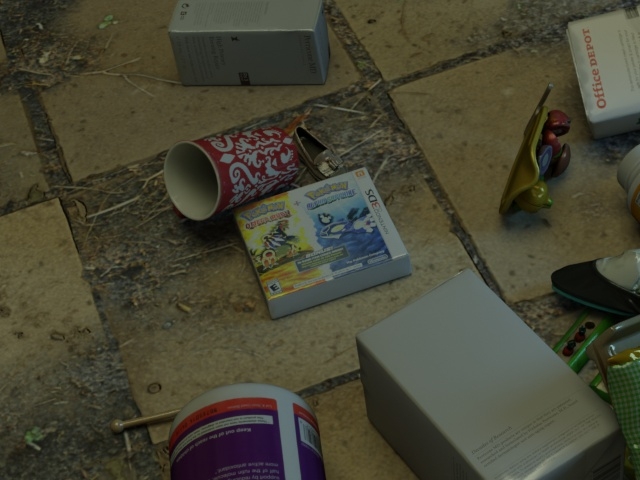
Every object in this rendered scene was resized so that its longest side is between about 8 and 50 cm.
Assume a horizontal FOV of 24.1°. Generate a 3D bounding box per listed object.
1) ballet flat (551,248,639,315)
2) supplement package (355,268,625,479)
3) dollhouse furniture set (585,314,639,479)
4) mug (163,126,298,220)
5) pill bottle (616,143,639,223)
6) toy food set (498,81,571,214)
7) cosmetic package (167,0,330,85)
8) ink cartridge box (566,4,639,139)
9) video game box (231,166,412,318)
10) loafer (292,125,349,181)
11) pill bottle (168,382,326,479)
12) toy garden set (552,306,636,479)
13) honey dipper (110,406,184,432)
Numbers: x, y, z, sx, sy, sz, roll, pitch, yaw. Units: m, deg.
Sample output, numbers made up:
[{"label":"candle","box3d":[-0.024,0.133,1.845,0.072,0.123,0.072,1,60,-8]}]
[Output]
[{"label":"ballet flat","box3d":[0.432,0.065,1.905,0.280,0.096,0.095,24,23,23]},{"label":"supplement package","box3d":[0.197,0.210,1.763,0.175,0.177,0.293,-30,51,-17]},{"label":"dollhouse furniture set","box3d":[0.459,0.147,1.668,0.301,0.151,0.197,-15,81,-45]},{"label":"mug","box3d":[-0.133,-0.100,2.123,0.150,0.113,0.169,-7,9,46]},{"label":"pill bottle","box3d":[0.486,-0.038,1.979,0.117,0.117,0.215,-24,49,-12]},{"label":"toy food set","box3d":[0.313,-0.113,2.082,0.071,0.128,0.218,23,48,2]},{"label":"cosmetic package","box3d":[-0.107,-0.307,2.320,0.231,0.117,0.085,1,49,12]},{"label":"ink cartridge box","box3d":[0.474,-0.250,2.130,0.219,0.092,0.160,-12,74,11]},{"label":"video game box","box3d":[0.000,0.000,2.074,0.205,0.048,0.187,-18,45,-7]},{"label":"loafer","box3d":[-0.002,-0.122,2.186,0.045,0.039,0.125,-32,51,-19]},{"label":"pill bottle","box3d":[-0.076,0.332,1.696,0.182,0.181,0.323,-9,48,1]},{"label":"toy garden set","box3d":[0.377,0.192,1.836,0.244,0.049,0.204,27,58,29]},{"label":"honey dipper","box3d":[-0.191,0.220,1.920,0.161,0.030,0.030,-12,48,2]}]
